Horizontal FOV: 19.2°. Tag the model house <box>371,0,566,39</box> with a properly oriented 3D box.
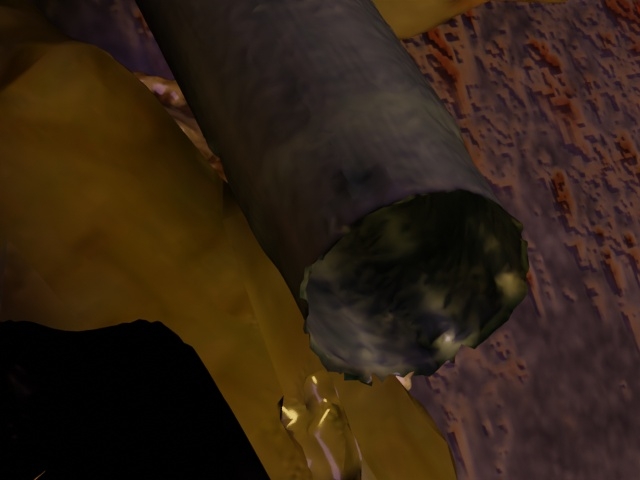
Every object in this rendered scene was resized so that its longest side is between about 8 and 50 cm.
[{"bbox_3d":[0.082,-0.326,0.690,0.382,0.335,0.342,57,47,-23],"label":"model house"}]

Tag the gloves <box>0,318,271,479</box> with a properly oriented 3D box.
[{"bbox_3d":[-0.130,0.119,0.356,0.197,0.301,0.152,62,14,11],"label":"gloves"}]

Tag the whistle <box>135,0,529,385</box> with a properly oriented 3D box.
[{"bbox_3d":[-0.027,-0.080,0.560,0.062,0.062,0.312,20,27,-35],"label":"whistle"}]

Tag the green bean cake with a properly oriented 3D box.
[{"bbox_3d":[-0.090,0.075,0.511,0.236,0.124,0.233,50,48,-16],"label":"green bean cake"}]

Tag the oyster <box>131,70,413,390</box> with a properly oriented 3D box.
[{"bbox_3d":[0.000,0.000,0.675,0.146,0.045,0.121,8,66,-48],"label":"oyster"}]
